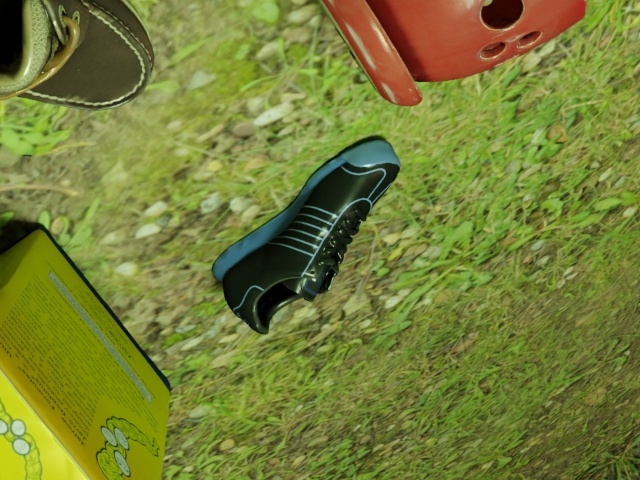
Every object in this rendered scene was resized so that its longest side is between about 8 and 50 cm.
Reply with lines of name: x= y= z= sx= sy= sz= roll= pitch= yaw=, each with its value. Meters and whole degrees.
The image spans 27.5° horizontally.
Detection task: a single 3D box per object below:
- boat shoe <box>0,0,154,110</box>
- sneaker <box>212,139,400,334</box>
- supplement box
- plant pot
boat shoe: x=-0.220 y=-0.138 z=0.856 sx=0.123 sy=0.123 sz=0.342 roll=-42 pitch=150 yaw=13
sneaker: x=0.000 y=0.000 z=1.324 sx=0.232 sy=0.090 sz=0.081 roll=-40 pitch=151 yaw=11
supplement box: x=-0.250 y=0.150 z=0.999 sx=0.194 sy=0.195 sz=0.356 roll=-36 pitch=-168 yaw=4
plant pot: x=0.086 y=-0.207 z=1.004 sx=0.174 sy=0.191 sz=0.191 roll=-34 pitch=151 yaw=5
